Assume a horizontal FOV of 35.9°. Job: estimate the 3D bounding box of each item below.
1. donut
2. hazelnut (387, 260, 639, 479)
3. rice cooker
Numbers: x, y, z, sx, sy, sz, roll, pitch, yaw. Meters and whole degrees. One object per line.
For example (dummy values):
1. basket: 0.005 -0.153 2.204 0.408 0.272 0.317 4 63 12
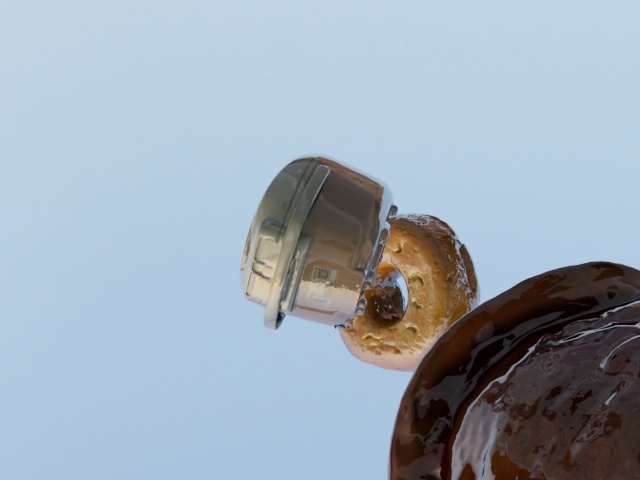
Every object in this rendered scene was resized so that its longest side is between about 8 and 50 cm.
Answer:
1. donut: 0.112 0.071 1.338 0.226 0.227 0.114 25 -164 38
2. hazelnut: 0.121 0.096 0.358 0.201 0.161 0.170 27 -137 21
3. rice cooker: 0.000 0.000 0.923 0.127 0.145 0.206 16 -154 2
